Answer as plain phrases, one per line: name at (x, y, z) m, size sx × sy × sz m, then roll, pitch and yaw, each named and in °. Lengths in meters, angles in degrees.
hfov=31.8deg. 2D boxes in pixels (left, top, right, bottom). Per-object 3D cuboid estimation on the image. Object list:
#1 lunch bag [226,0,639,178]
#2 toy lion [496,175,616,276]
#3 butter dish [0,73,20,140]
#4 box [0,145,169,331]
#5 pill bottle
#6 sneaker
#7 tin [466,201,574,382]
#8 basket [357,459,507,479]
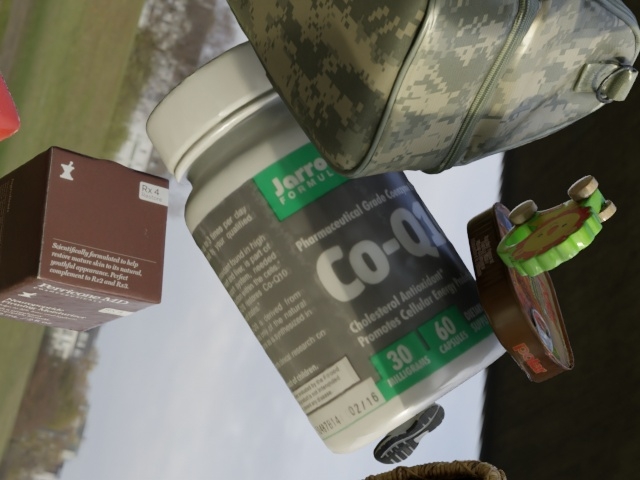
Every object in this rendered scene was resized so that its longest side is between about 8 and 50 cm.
lunch bag at (0.090, -0.214, 0.932) m, size 0.305 × 0.256 × 0.212 m, roll 57°, pitch -43°, yaw 35°
toy lion at (0.171, -0.003, 0.843) m, size 0.100 × 0.034 × 0.096 m, roll -24°, pitch -163°, yaw 49°
butter dish at (-0.462, -0.168, 1.312) m, size 0.118 × 0.160 × 0.160 m, roll -5°, pitch -67°, yaw 51°
box at (-0.315, 0.005, 1.398) m, size 0.203 × 0.168 × 0.167 m, roll -20°, pitch -118°, yaw 48°
pill bottle at (0.000, 0.000, 1.057) m, size 0.204 × 0.361 × 0.204 m, roll -33°, pitch 174°, yaw -4°
sneaker at (0.111, 0.245, 1.446) m, size 0.109 × 0.040 × 0.044 m, roll -39°, pitch -154°, yaw -4°
tin at (0.170, 0.043, 0.967) m, size 0.040 × 0.106 × 0.189 m, roll -35°, pitch -153°, yaw 21°
basket at (0.083, 0.356, 1.274) m, size 0.223 × 0.299 × 0.213 m, roll 56°, pitch 18°, yaw -56°
